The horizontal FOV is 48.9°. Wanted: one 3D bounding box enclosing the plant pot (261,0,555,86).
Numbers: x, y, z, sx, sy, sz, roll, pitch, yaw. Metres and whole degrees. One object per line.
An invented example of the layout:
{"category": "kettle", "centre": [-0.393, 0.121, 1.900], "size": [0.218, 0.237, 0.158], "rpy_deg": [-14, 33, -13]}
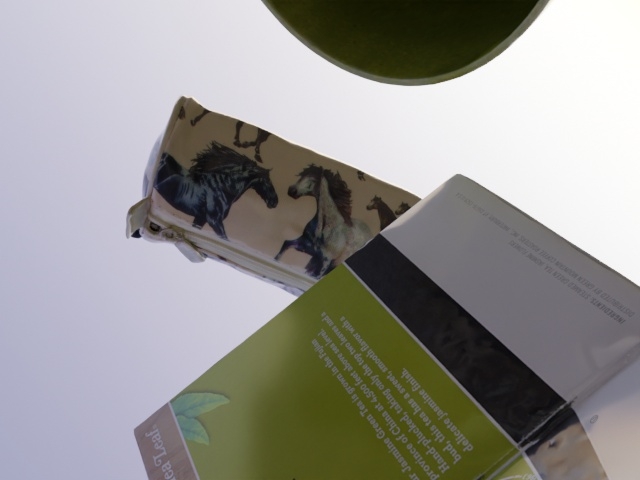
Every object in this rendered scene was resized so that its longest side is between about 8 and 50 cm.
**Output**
{"category": "plant pot", "centre": [0.113, -0.286, 0.447], "size": [0.293, 0.275, 0.275], "rpy_deg": [-38, -97, -32]}

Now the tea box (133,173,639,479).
{"category": "tea box", "centre": [0.099, 0.192, 0.543], "size": [0.329, 0.323, 0.220], "rpy_deg": [53, 177, -38]}

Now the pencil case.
{"category": "pencil case", "centre": [0.000, 0.000, 0.775], "size": [0.410, 0.160, 0.183], "rpy_deg": [23, -122, -8]}
